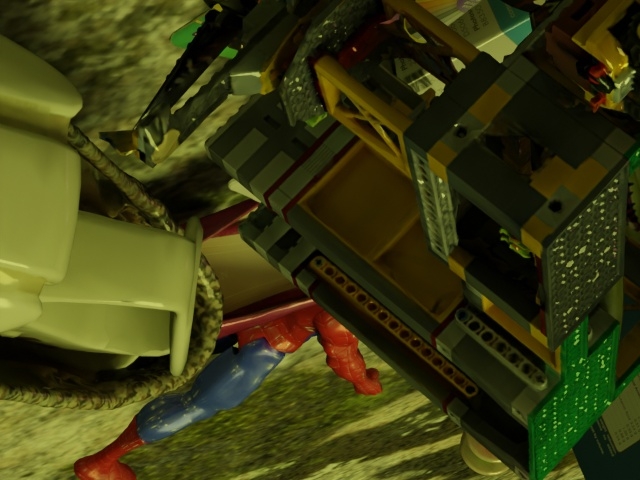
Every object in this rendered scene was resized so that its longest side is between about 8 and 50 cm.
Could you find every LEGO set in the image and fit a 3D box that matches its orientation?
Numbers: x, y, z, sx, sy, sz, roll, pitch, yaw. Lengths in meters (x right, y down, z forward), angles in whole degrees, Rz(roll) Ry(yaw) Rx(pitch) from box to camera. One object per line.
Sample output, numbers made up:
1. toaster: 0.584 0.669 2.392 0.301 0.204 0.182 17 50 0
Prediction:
1. LEGO set: 0.067 -0.073 0.689 0.255 0.192 0.331 -49 161 -4

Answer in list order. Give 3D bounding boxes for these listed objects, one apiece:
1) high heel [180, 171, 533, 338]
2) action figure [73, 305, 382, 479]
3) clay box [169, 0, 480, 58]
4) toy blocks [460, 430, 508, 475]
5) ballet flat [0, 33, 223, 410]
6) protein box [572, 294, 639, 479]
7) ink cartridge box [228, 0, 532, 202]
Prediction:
1. high heel: 0.000 0.000 0.970 0.244 0.082 0.117 -11 -165 19
2. action figure: -0.019 0.062 1.168 0.139 0.091 0.280 9 146 -44
3. clay box: 0.046 -0.142 0.742 0.222 0.053 0.127 -33 156 33
4. toy blocks: 0.185 0.148 1.657 0.123 0.054 0.148 -18 161 -10
5. ballet flat: -0.134 -0.015 0.666 0.182 0.164 0.483 18 175 16
6. protein box: 0.235 0.027 1.166 0.136 0.199 0.201 -8 156 -35
7. ink cartridge box: 0.042 -0.080 0.891 0.180 0.060 0.104 -27 160 17
